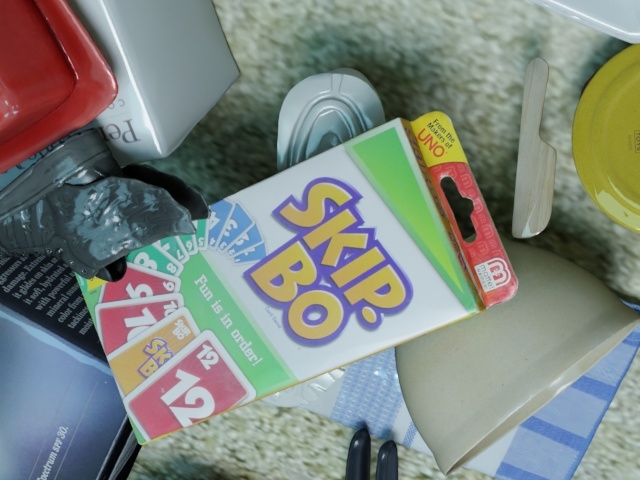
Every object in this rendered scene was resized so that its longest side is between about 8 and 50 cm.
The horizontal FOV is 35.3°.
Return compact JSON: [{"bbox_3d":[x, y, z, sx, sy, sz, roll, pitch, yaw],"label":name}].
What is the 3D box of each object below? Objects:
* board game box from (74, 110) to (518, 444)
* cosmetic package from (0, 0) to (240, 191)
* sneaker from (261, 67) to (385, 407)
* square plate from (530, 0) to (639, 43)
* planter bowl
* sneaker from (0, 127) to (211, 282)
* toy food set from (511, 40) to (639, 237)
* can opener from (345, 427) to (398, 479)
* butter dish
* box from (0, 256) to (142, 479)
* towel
[{"bbox_3d":[-0.020,0.025,0.620,0.260,0.039,0.124,-23,84,15],"label":"board game box"},{"bbox_3d":[-0.226,-0.229,0.634,0.217,0.156,0.384,-12,113,21],"label":"cosmetic package"},{"bbox_3d":[0.000,0.000,0.690,0.090,0.095,0.235,14,102,-1],"label":"sneaker"},{"bbox_3d":[0.100,-0.328,0.544,0.344,0.049,0.347,24,122,4],"label":"square plate"},{"bbox_3d":[0.113,0.061,0.663,0.109,0.162,0.162,53,123,18],"label":"planter bowl"},{"bbox_3d":[-0.154,-0.004,0.615,0.170,0.051,0.089,-33,96,24],"label":"sneaker"},{"bbox_3d":[0.233,-0.066,0.642,0.218,0.071,0.128,-2,93,16],"label":"toy food set"},{"bbox_3d":[0.040,0.236,0.853,0.059,0.073,0.186,20,123,14],"label":"can opener"},{"bbox_3d":[-0.224,-0.096,0.548,0.160,0.118,0.160,-24,109,26],"label":"butter dish"},{"bbox_3d":[-0.281,0.098,0.816,0.294,0.182,0.296,29,121,2],"label":"box"},{"bbox_3d":[0.086,0.086,0.782,0.285,0.034,0.209,20,122,5],"label":"towel"}]
